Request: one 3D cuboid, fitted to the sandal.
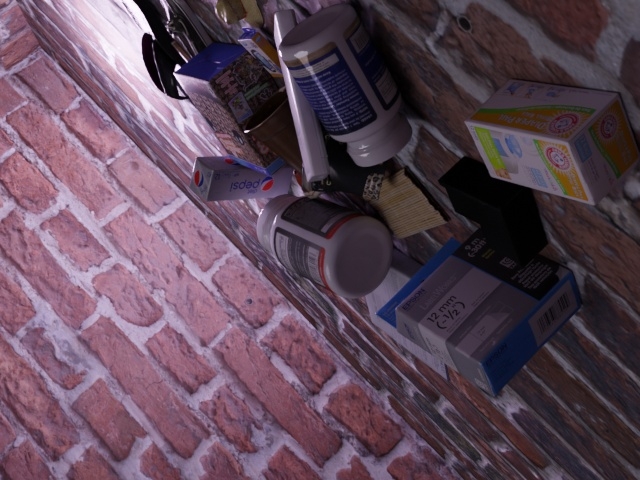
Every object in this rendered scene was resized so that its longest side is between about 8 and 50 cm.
[{"bbox_3d":[-0.471,-0.533,2.397,0.167,0.107,0.446,27,155,55],"label":"sandal"}]

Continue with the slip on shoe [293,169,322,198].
[{"bbox_3d":[-0.001,-0.172,1.976,0.101,0.123,0.331,53,170,-5],"label":"slip on shoe"}]

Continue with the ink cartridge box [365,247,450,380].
[{"bbox_3d":[0.233,0.171,2.184,0.330,0.071,0.324,34,150,43],"label":"ink cartridge box"}]

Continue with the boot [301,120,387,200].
[{"bbox_3d":[0.060,-0.202,1.756,0.178,0.085,0.237,12,114,5],"label":"boot"}]

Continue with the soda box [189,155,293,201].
[{"bbox_3d":[-0.213,-0.173,2.253,0.091,0.286,0.098,37,121,38],"label":"soda box"}]

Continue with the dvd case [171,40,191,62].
[{"bbox_3d":[-0.334,-0.458,2.257,0.164,0.018,0.221,52,179,-35],"label":"dvd case"}]

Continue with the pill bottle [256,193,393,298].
[{"bbox_3d":[0.000,0.000,2.117,0.363,0.210,0.210,25,153,50],"label":"pill bottle"}]

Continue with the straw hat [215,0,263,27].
[{"bbox_3d":[-0.191,-0.500,1.764,0.144,0.061,0.144,43,165,15],"label":"straw hat"}]

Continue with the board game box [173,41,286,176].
[{"bbox_3d":[-0.197,-0.332,2.056,0.232,0.141,0.291,26,154,56],"label":"board game box"}]

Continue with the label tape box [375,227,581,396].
[{"bbox_3d":[0.282,0.107,1.592,0.347,0.249,0.115,33,160,46],"label":"label tape box"}]

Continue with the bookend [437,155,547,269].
[{"bbox_3d":[0.308,-0.050,1.464,0.156,0.072,0.157,33,160,48],"label":"bookend"}]

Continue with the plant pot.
[{"bbox_3d":[-0.057,-0.250,1.863,0.165,0.167,0.167,44,168,-20],"label":"plant pot"}]

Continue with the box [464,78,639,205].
[{"bbox_3d":[0.318,-0.141,1.135,0.203,0.103,0.114,27,155,55],"label":"box"}]

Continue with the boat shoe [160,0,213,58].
[{"bbox_3d":[-0.352,-0.548,2.086,0.219,0.070,0.077,53,165,-17],"label":"boat shoe"}]

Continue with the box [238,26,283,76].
[{"bbox_3d":[-0.126,-0.415,1.812,0.136,0.028,0.081,40,171,-28],"label":"box"}]

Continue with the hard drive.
[{"bbox_3d":[-0.038,-0.272,1.603,0.203,0.040,0.308,-171,68,-87],"label":"hard drive"}]

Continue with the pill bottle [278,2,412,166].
[{"bbox_3d":[0.052,-0.272,1.466,0.265,0.153,0.153,56,164,-27],"label":"pill bottle"}]

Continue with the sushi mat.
[{"bbox_3d":[0.184,-0.078,1.862,0.151,0.019,0.316,48,166,-4],"label":"sushi mat"}]
